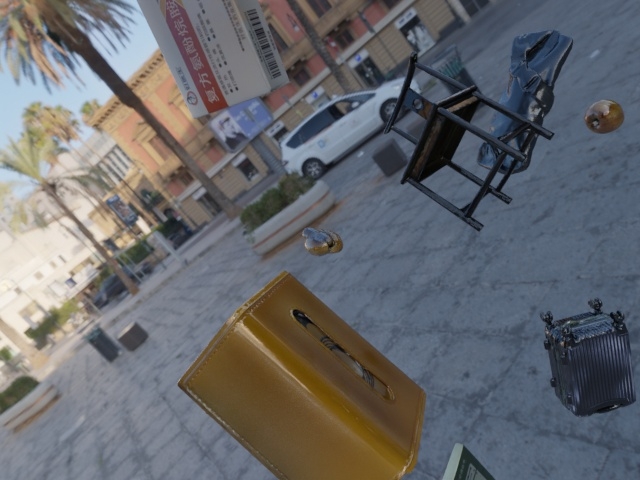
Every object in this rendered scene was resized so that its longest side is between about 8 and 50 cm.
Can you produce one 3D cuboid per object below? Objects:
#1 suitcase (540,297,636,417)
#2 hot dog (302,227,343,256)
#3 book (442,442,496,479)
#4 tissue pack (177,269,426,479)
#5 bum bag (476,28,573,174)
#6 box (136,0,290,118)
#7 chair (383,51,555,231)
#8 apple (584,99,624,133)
[{"bbox_3d":[0.322,0.143,0.573,0.086,0.126,0.059,-15,13,2],"label":"suitcase"},{"bbox_3d":[0.002,-0.001,1.210,0.089,0.060,0.140,-18,14,-12],"label":"hot dog"},{"bbox_3d":[0.324,0.588,1.014,0.027,0.264,0.202,-6,44,48],"label":"book"},{"bbox_3d":[-0.012,0.196,0.638,0.145,0.274,0.194,-52,-4,23],"label":"tissue pack"},{"bbox_3d":[0.346,-0.238,0.825,0.123,0.060,0.249,-147,64,-65],"label":"bum bag"},{"bbox_3d":[-0.204,-0.392,0.769,0.214,0.353,0.069,-3,27,41],"label":"box"},{"bbox_3d":[0.196,-0.162,0.746,0.141,0.260,0.155,-32,-29,-42],"label":"chair"},{"bbox_3d":[0.687,-0.300,1.153,0.071,0.084,0.084,-37,10,-17],"label":"apple"}]
